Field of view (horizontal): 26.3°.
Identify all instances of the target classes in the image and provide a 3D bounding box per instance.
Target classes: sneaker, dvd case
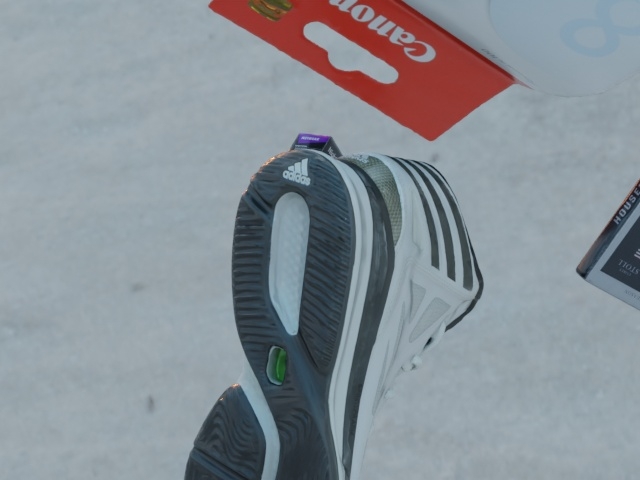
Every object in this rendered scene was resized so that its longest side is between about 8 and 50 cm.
[{"bbox_3d":[0.037,0.140,1.194,0.169,0.448,0.257,23,19,38],"label":"sneaker"},{"bbox_3d":[0.379,-0.027,1.304,0.239,0.179,0.029,-57,24,14],"label":"dvd case"}]

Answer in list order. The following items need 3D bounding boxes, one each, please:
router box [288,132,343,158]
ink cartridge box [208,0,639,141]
[{"bbox_3d":[0.000,0.000,1.368,0.046,0.179,0.133,10,59,35],"label":"router box"},{"bbox_3d":[0.118,-0.213,1.258,0.385,0.308,0.091,-32,40,43],"label":"ink cartridge box"}]
